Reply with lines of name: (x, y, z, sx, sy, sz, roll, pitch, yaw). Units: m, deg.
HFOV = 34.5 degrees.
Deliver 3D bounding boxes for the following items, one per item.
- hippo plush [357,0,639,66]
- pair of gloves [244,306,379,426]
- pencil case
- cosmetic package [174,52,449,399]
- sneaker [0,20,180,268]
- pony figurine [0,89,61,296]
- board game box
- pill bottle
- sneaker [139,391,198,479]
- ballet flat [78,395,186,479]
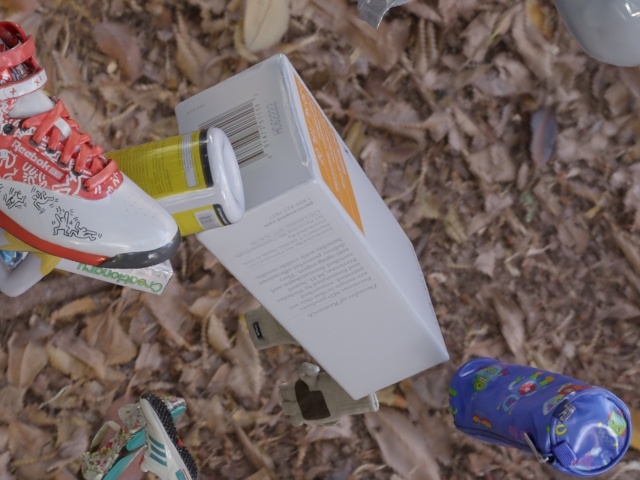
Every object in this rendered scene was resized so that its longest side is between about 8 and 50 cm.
hippo plush: (0.206, -0.228, 0.776, 0.237, 0.294, 0.234, 32, 15, -9)
pair of gloves: (-0.013, 0.201, 1.751, 0.042, 0.204, 0.240, -22, 88, -51)
pencil case: (0.288, 0.240, 1.420, 0.133, 0.306, 0.119, -30, 102, -18)
cosmetic package: (0.000, 0.000, 1.359, 0.453, 0.162, 0.230, 52, 18, -49)
sneaker: (-0.230, -0.084, 0.832, 0.270, 0.145, 0.090, 23, 34, 7)
pony figurine: (-0.423, -0.050, 1.018, 0.351, 0.363, 0.303, 60, 28, 0)
board game box: (-0.388, -0.024, 1.587, 0.305, 0.053, 0.193, 18, 25, -31)
pill bottle: (-0.178, -0.049, 1.068, 0.184, 0.103, 0.103, -13, 71, 6)
sneaker: (-0.245, 0.306, 1.527, 0.075, 0.057, 0.161, -24, 102, 5)
ballet flat: (-0.321, 0.318, 1.695, 0.077, 0.241, 0.091, 51, 19, 17)
